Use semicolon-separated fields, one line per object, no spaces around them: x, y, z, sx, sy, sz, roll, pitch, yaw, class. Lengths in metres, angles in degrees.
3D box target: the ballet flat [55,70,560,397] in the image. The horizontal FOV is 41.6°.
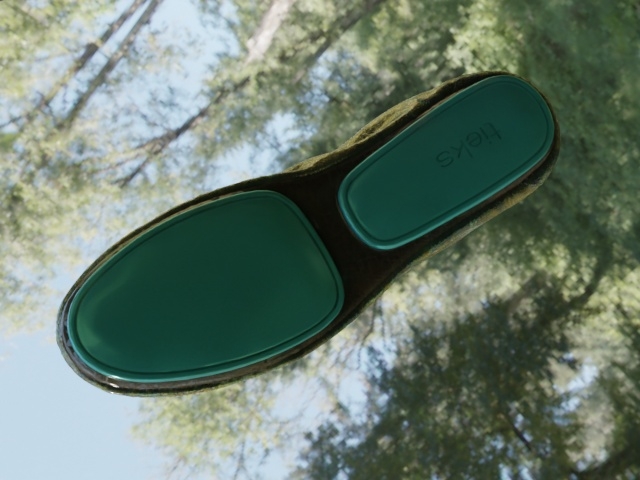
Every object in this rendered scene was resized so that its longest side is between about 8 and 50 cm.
0.000;0.000;0.560;0.123;0.349;0.123;57;169;18;ballet flat
